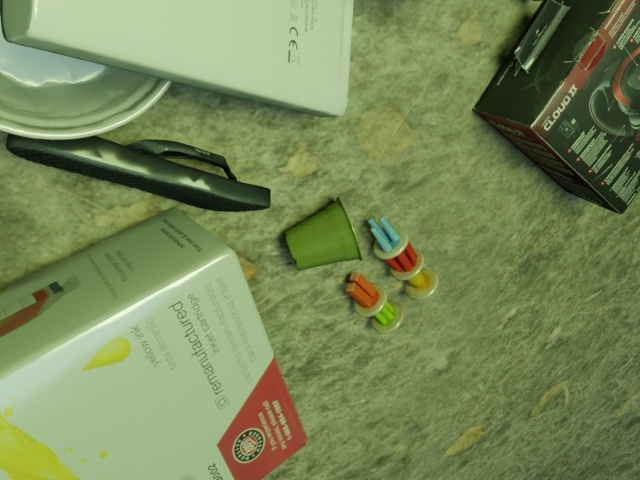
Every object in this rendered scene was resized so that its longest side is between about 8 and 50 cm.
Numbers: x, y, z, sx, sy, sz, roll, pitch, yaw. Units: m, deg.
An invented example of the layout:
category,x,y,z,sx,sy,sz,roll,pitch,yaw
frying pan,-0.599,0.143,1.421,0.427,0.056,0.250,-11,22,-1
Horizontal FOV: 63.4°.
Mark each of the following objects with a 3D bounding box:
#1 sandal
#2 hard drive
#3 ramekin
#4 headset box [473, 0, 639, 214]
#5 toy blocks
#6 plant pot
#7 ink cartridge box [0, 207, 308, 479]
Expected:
category,x,y,z,sx,sy,sz,roll,pitch,yaw
sandal,-0.155,-0.077,0.504,0.254,0.097,0.055,15,80,-33
hard drive,-0.070,-0.217,0.391,0.307,0.040,0.203,-6,101,-55
ramekin,-0.213,-0.189,0.393,0.207,0.109,0.207,-13,117,-27
headset box,0.362,-0.199,0.690,0.293,0.110,0.218,25,101,-34
toy blocks,0.083,0.045,0.705,0.123,0.054,0.148,-43,126,-2
plant pot,0.000,0.000,0.631,0.079,0.083,0.083,-22,123,-3
ink cartridge box,-0.235,0.185,0.501,0.384,0.160,0.280,-30,123,-23
